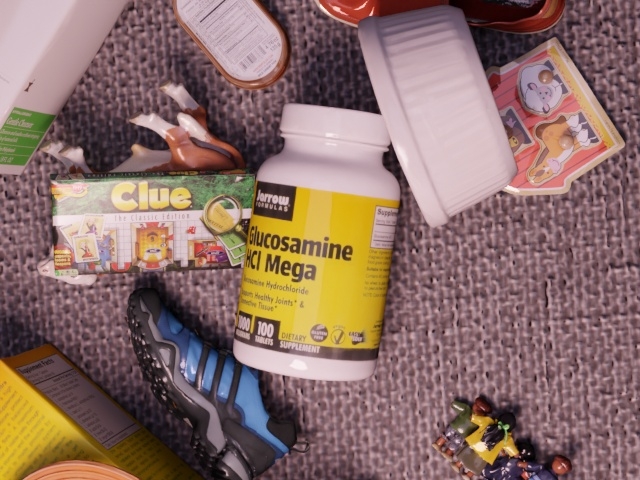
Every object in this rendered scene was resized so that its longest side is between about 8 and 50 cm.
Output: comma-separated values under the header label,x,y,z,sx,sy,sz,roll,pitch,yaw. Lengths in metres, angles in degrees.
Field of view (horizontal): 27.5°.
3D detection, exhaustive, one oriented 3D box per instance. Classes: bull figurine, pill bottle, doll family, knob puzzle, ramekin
label,x,y,z,sx,sy,sz,roll,pitch,yaw
bull figurine,-0.257,-0.070,1.732,0.310,0.101,0.188,-28,117,1
pill bottle,0.000,0.000,1.667,0.188,0.188,0.334,8,92,7
doll family,0.241,0.283,1.703,0.193,0.076,0.111,43,92,0
knob puzzle,0.269,-0.144,1.707,0.213,0.030,0.213,0,92,8
ramekin,0.149,-0.163,1.601,0.127,0.273,0.273,-20,89,8

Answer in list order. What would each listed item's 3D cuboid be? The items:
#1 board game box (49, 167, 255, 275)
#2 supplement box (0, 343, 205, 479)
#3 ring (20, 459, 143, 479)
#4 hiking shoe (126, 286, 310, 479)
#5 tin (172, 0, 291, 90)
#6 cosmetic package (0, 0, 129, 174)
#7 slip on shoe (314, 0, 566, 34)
label,x,y,z,sx,sy,sz,roll,pitch,yaw
board game box,-0.215,-0.024,1.690,0.259,0.030,0.136,-3,111,-10
supplement box,-0.316,0.328,1.715,0.356,0.194,0.195,40,96,5
ring,-0.261,0.423,1.562,0.336,0.032,0.337,5,101,25
hiking shoe,-0.149,0.184,1.751,0.132,0.113,0.304,-29,80,-23
tin,-0.119,-0.288,1.753,0.106,0.040,0.190,-40,86,3
cosmetic package,-0.387,-0.279,1.710,0.155,0.197,0.365,35,97,5
slip on shoe,0.150,-0.325,1.683,0.331,0.101,0.123,7,94,9
